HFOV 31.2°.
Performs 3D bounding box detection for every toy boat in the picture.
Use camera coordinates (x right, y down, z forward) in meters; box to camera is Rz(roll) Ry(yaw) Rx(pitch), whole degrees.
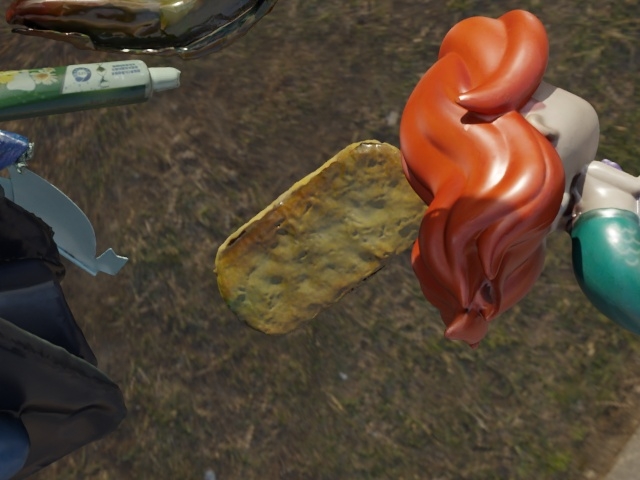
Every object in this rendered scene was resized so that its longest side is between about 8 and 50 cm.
[{"bbox_3d":[-0.375,-0.029,1.467,0.291,0.067,0.221,40,130,-24],"label":"toy boat"}]

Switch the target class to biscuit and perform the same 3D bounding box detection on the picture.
[{"bbox_3d":[0.000,0.000,1.121,0.247,0.029,0.118,-37,99,21],"label":"biscuit"}]

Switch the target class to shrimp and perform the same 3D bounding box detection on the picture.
[{"bbox_3d":[-0.111,-0.168,0.568,0.253,0.058,0.173,-14,103,10],"label":"shrimp"}]

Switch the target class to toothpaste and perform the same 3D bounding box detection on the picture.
[{"bbox_3d":[-0.197,-0.107,0.822,0.204,0.031,0.049,-11,60,-25],"label":"toothpaste"}]

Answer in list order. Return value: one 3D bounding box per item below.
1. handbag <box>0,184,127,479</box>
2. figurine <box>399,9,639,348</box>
[{"bbox_3d":[-0.252,0.078,0.350,0.326,0.269,0.118,-33,61,9],"label":"handbag"},{"bbox_3d":[0.155,-0.018,0.725,0.257,0.181,0.208,28,102,16],"label":"figurine"}]
